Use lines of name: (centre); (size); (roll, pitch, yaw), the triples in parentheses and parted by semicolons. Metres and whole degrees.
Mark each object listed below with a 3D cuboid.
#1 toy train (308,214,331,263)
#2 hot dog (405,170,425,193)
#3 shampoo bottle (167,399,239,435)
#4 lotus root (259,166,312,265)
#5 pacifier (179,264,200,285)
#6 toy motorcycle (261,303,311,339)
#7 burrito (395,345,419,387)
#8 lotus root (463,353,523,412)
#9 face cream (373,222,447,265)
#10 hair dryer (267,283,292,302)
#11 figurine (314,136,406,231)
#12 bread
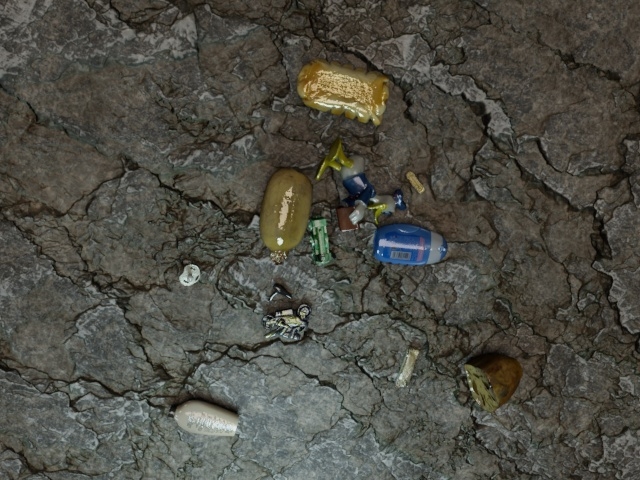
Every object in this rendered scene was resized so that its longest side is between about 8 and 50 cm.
toy train: (0.000, 0.000, 1.721); (0.071, 0.104, 0.178); (-8, 100, -6)
hot dog: (0.338, -0.206, 1.742); (0.030, 0.034, 0.090); (-38, 80, 13)
shampoo bottle: (-0.435, 0.658, 1.810); (0.256, 0.078, 0.127); (15, 103, -7)
lotus root: (-0.125, -0.079, 1.677); (0.169, 0.151, 0.343); (11, 95, -4)
pacifier: (-0.460, 0.130, 1.737); (0.068, 0.064, 0.083); (29, 97, -24)
toy motorcycle: (-0.116, 0.309, 1.783); (0.193, 0.061, 0.124); (-16, 92, -9)
burrito: (0.327, 0.480, 1.843); (0.051, 0.042, 0.171); (14, 95, -8)
lotus root: (0.655, 0.517, 1.800); (0.179, 0.188, 0.199); (-18, 97, -14)
face cream: (0.325, 0.016, 1.749); (0.263, 0.083, 0.149); (6, 99, -4)
hair dryer: (-0.157, 0.204, 1.787); (0.079, 0.031, 0.083); (39, 109, -17)
figurine: (0.153, -0.155, 1.667); (0.338, 0.204, 0.284); (18, 72, -18)
bread: (0.074, -0.502, 1.638); (0.310, 0.121, 0.173); (15, 94, -5)
